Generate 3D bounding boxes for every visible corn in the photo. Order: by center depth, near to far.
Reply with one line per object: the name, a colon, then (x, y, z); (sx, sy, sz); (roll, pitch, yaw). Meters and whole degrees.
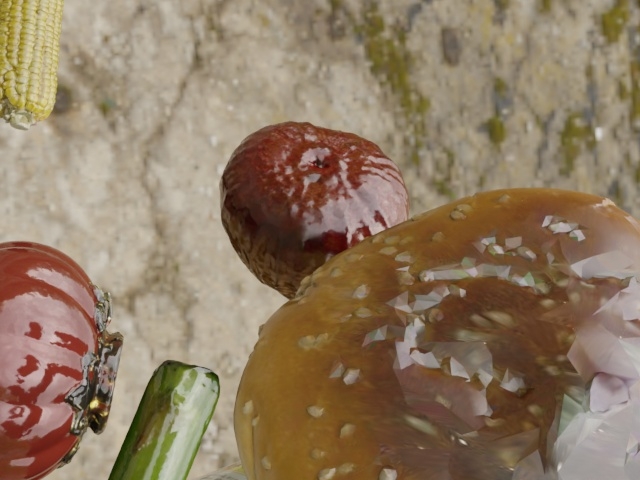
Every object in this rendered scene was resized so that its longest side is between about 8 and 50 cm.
corn: (-0.319, -0.231, 1.364); (0.080, 0.080, 0.238); (27, 57, -55)

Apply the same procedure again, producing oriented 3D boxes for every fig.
fig: (0.008, -0.009, 0.800); (0.153, 0.119, 0.119); (44, 52, -53)

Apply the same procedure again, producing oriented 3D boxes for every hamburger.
hamburger: (0.079, 0.096, 0.596); (0.146, 0.243, 0.286); (89, 21, -50)

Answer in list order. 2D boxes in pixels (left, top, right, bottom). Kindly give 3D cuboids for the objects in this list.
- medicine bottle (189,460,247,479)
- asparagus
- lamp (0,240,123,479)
medicine bottle: (-0.085, 0.283, 1.222); (0.324, 0.179, 0.124); (-16, 97, -36)
asparagus: (-0.148, 0.221, 0.960); (0.060, 0.067, 0.277); (36, 66, -42)
lamp: (-0.287, 0.111, 1.134); (0.227, 0.227, 0.227); (4, 85, -59)
